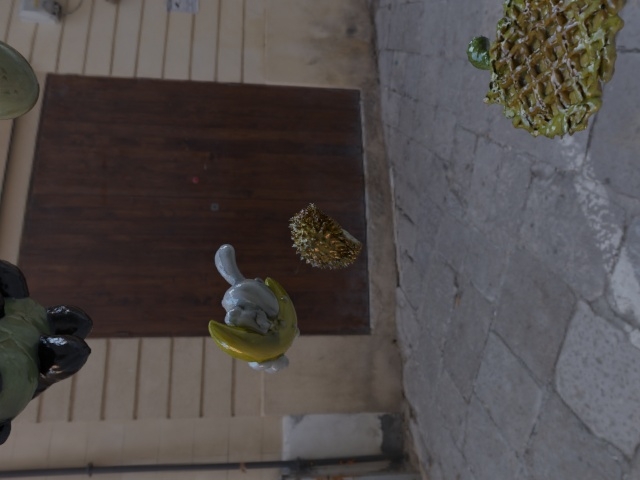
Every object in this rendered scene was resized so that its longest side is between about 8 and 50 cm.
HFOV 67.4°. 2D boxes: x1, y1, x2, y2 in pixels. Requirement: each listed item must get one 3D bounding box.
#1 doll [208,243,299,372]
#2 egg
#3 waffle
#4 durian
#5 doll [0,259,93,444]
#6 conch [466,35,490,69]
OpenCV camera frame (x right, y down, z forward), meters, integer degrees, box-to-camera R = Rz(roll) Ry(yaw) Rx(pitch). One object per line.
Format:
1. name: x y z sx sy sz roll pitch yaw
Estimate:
1. doll: -0.144 0.157 1.035 0.111 0.252 0.237 -33 32 37
2. egg: -0.810 -0.395 1.141 0.189 0.254 0.188 -22 57 38
3. waffle: 0.348 -0.288 0.739 0.245 0.052 0.254 -128 34 -55
4. durian: 0.004 0.010 1.281 0.250 0.183 0.137 27 -120 -54
5. doll: -0.342 0.117 0.515 0.135 0.143 0.234 -51 25 -10
6. conch: 0.434 -0.489 1.265 0.121 0.089 0.074 -104 31 -44
